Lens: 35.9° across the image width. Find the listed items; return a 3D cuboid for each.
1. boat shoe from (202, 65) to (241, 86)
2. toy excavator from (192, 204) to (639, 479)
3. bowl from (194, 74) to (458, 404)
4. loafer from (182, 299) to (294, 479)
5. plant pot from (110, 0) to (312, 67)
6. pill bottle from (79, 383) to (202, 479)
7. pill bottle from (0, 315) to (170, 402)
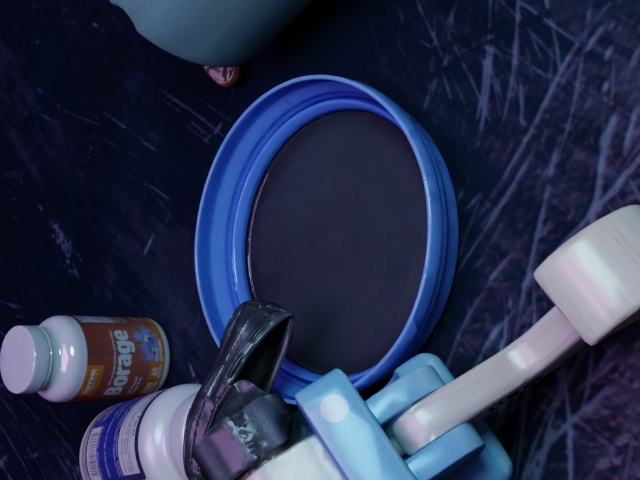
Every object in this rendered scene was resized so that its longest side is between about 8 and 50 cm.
[{"bbox_3d":[-0.148,-0.275,1.388,0.056,0.048,0.153,-36,66,9],"label":"boat shoe"},{"bbox_3d":[0.118,0.173,0.960,0.445,0.433,0.222,-32,68,-11],"label":"toy excavator"},{"bbox_3d":[0.000,0.000,1.190,0.391,0.077,0.391,-6,81,43],"label":"bowl"},{"bbox_3d":[-0.091,0.174,1.124,0.078,0.076,0.223,6,70,43],"label":"loafer"},{"bbox_3d":[-0.087,-0.402,1.164,0.334,0.341,0.341,-43,58,41],"label":"plant pot"},{"bbox_3d":[-0.188,0.267,1.264,0.265,0.153,0.153,-23,70,49],"label":"pill bottle"},{"bbox_3d":[-0.330,0.166,1.388,0.121,0.216,0.121,-5,82,43],"label":"pill bottle"}]
